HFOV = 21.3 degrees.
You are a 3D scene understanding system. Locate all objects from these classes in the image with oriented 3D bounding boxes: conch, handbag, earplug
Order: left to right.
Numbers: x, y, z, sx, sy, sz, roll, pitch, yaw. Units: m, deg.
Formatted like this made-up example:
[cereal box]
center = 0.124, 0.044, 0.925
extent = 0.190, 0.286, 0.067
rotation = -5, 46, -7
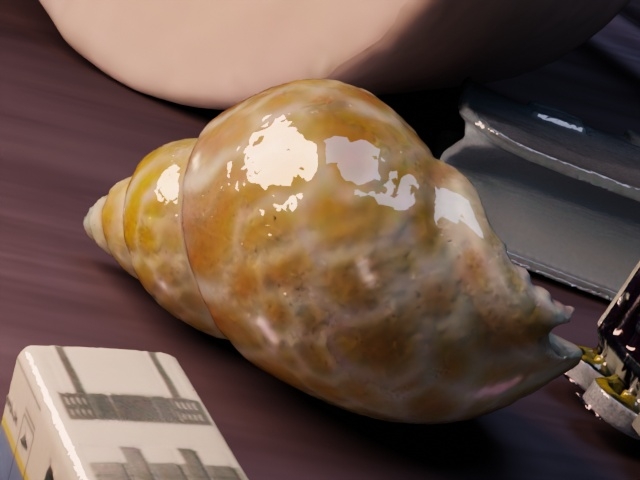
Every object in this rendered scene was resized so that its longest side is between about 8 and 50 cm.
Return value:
[conch]
center = 0.006, 0.007, 0.590
extent = 0.173, 0.106, 0.116
rotation = 39, 0, 2
[earplug]
center = 0.047, -0.241, 0.986
extent = 0.312, 0.312, 0.394
rotation = 28, 20, 24
[handbag]
center = 0.169, -0.017, 0.872
extent = 0.229, 0.062, 0.179
rotation = 20, 19, 2

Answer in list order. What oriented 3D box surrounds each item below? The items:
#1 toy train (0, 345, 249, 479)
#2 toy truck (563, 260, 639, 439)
[toy train]
center = -0.024, 0.100, 0.370
extent = 0.052, 0.051, 0.234
rotation = 5, 23, -25
[toy truck]
center = 0.164, 0.062, 0.633
extent = 0.100, 0.077, 0.169
rotation = 27, 12, -20
